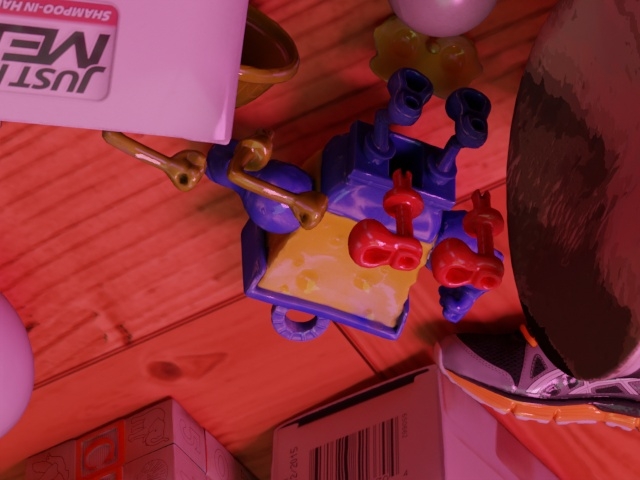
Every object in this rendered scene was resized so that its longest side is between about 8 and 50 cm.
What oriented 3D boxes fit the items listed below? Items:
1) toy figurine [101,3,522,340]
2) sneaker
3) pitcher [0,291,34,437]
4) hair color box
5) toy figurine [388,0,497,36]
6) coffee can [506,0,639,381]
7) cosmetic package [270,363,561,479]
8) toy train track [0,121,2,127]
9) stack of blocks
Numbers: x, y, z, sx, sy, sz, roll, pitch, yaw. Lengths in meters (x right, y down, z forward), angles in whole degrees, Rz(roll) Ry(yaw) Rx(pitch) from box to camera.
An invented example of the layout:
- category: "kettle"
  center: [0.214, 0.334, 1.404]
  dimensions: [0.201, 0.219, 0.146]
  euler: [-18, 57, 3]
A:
- category: "toy figurine"
  center: [0.000, 0.000, 1.107]
  dimensions: [0.363, 0.191, 0.217]
  euler: [15, 136, -19]
- category: "sneaker"
  center: [0.184, 0.081, 1.285]
  dimensions: [0.215, 0.084, 0.083]
  euler: [7, 104, -6]
- category: "pitcher"
  center: [-0.280, 0.045, 1.161]
  dimensions: [0.125, 0.178, 0.207]
  euler: [-46, 148, 2]
- category: "hair color box"
  center: [-0.111, -0.239, 0.779]
  dimensions: [0.185, 0.113, 0.374]
  euler: [4, 104, -16]
- category: "toy figurine"
  center: [0.087, -0.225, 0.912]
  dimensions: [0.210, 0.148, 0.213]
  euler: [-21, 133, 14]
- category: "coffee can"
  center: [0.259, -0.027, 0.953]
  dimensions: [0.275, 0.201, 0.201]
  euler: [2, 134, -17]
- category: "cosmetic package"
  center: [0.107, 0.234, 1.373]
  dimensions: [0.153, 0.129, 0.296]
  euler: [-24, 132, 25]
- category: "toy train track"
  center: [-0.189, -0.103, 1.097]
  dimensions: [0.048, 0.014, 0.083]
  euler: [7, 128, -4]
- category: "stack of blocks"
  center: [-0.101, 0.258, 1.410]
  dimensions: [0.171, 0.087, 0.297]
  euler: [-24, 132, 17]
